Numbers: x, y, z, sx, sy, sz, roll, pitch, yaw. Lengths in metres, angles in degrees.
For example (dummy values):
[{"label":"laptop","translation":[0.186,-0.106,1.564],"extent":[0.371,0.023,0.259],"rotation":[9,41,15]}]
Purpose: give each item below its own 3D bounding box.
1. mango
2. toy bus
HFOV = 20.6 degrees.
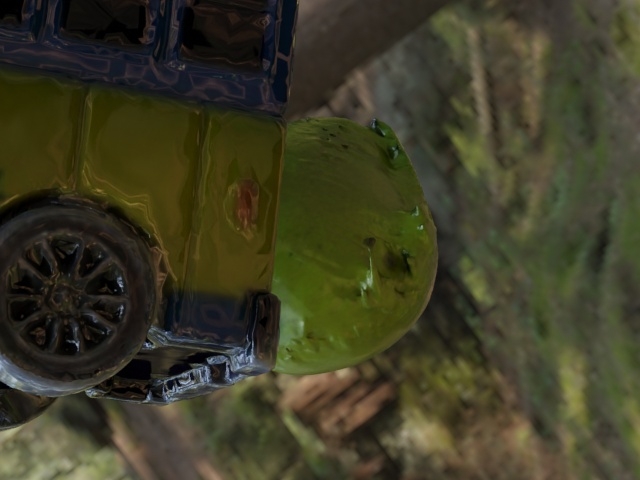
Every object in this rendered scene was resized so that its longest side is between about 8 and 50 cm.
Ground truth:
[{"label":"mango","translation":[0.000,0.001,0.881],"extent":[0.119,0.100,0.178],"rotation":[14,-145,1]},{"label":"toy bus","translation":[-0.156,-0.046,0.509],"extent":[0.287,0.175,0.138],"rotation":[10,167,-19]}]
